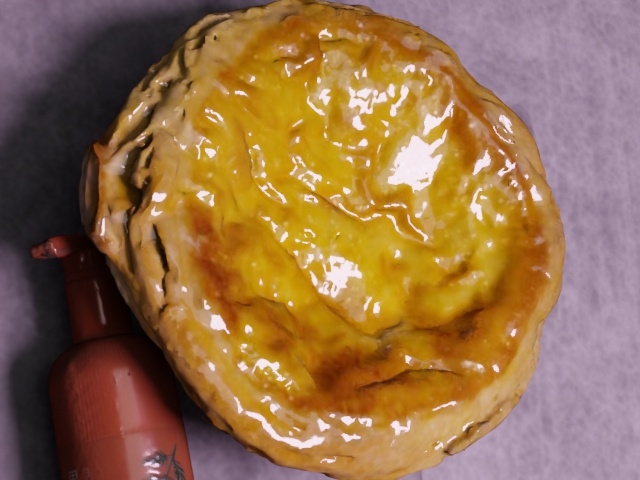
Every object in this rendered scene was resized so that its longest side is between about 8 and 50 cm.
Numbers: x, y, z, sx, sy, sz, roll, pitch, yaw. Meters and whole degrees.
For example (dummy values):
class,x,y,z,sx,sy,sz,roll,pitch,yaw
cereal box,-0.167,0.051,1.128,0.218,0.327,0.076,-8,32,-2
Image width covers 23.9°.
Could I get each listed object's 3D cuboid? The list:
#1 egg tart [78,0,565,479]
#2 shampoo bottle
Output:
class,x,y,z,sx,sy,sz,roll,pitch,yaw
egg tart,0.003,-0.002,0.992,0.341,0.129,0.341,8,72,-26
shampoo bottle,-0.124,0.117,0.926,0.085,0.085,0.244,-9,81,-28
